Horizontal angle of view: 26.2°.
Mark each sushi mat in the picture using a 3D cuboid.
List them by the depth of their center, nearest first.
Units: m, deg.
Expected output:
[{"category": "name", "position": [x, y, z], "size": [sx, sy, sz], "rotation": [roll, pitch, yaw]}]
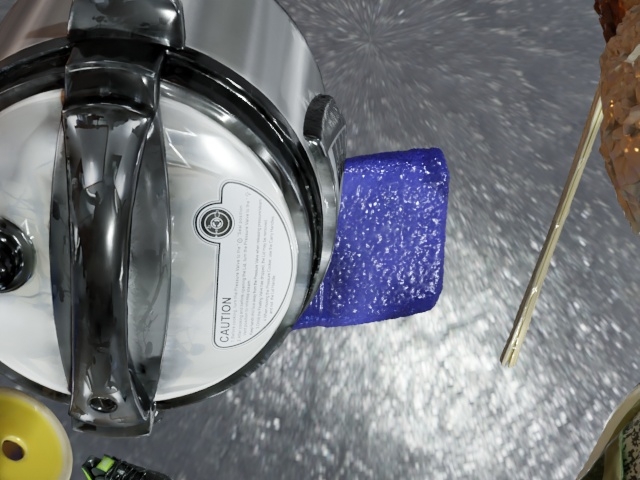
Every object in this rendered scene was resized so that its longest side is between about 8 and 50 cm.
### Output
[{"category": "sushi mat", "position": [0.242, -0.033, 1.375], "size": [0.019, 0.151, 0.316], "rotation": [20, 106, 8]}]

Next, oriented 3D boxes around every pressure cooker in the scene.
[{"category": "pressure cooker", "position": [-0.175, -0.044, 1.280], "size": [0.376, 0.420, 0.370], "rotation": [-34, 112, 18]}]

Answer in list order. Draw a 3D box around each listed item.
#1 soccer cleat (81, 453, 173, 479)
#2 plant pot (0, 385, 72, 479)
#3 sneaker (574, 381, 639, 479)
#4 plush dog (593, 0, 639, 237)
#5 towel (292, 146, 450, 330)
[{"category": "soccer cleat", "position": [-0.245, 0.304, 1.729], "size": [0.072, 0.179, 0.060], "rotation": [51, 60, -21]}, {"category": "plant pot", "position": [-0.435, 0.309, 1.704], "size": [0.254, 0.254, 0.239], "rotation": [45, 124, -4]}, {"category": "sneaker", "position": [0.285, 0.281, 1.304], "size": [0.158, 0.182, 0.410], "rotation": [31, 73, 6]}, {"category": "plush dog", "position": [0.242, -0.081, 0.583], "size": [0.225, 0.210, 0.262], "rotation": [-24, 142, 21]}, {"category": "towel", "position": [0.000, 0.000, 1.660], "size": [0.308, 0.076, 0.227], "rotation": [-6, 117, -17]}]
